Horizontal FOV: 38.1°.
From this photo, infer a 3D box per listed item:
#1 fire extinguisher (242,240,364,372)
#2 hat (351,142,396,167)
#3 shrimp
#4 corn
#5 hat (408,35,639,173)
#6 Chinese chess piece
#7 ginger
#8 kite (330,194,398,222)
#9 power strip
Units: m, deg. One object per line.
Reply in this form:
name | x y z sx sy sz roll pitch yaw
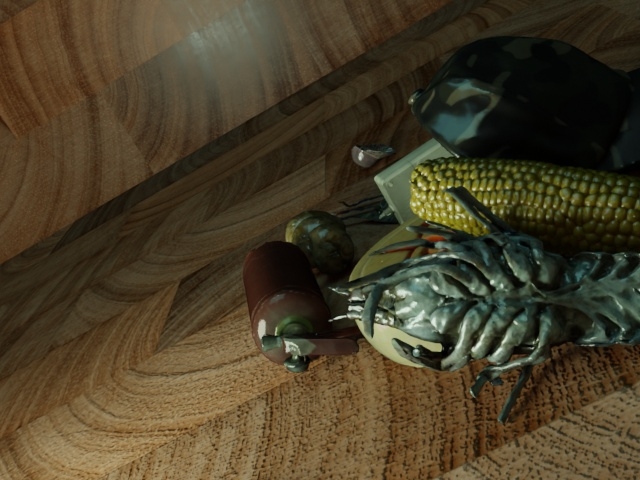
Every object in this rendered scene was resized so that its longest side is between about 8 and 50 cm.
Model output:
fire extinguisher | -0.023 0.089 1.234 0.147 0.107 0.337 -11 18 -6
hat | 0.103 -0.162 1.804 0.087 0.042 0.058 3 22 -4
shrimp | 0.181 0.057 0.850 0.410 0.221 0.166 -2 -8 18
corn | 0.215 -0.034 0.924 0.260 0.091 0.091 11 44 25
hat | 0.325 -0.196 1.106 0.381 0.257 0.366 -39 15 12
Chinese chess piece | 0.151 0.035 1.072 0.250 0.097 0.251 -29 17 10
ginger | 0.000 0.000 1.451 0.104 0.080 0.204 -17 14 -5
kite | 0.101 -0.059 1.547 0.245 0.015 0.141 -8 28 45
power strip | 0.237 -0.135 1.372 0.367 0.106 0.043 -33 19 -5
